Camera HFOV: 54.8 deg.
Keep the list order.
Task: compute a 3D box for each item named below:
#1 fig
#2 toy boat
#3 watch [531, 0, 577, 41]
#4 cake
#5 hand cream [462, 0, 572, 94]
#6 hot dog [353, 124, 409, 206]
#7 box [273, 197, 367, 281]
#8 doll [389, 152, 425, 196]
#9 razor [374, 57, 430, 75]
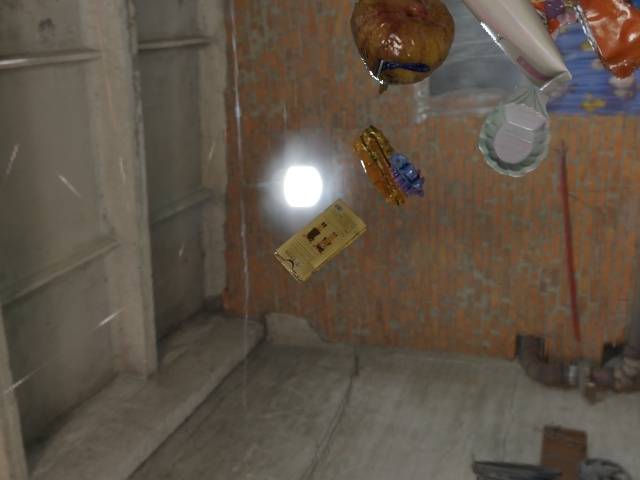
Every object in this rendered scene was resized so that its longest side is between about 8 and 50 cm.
[{"bbox_3d":[0.204,-0.518,1.732,0.369,0.286,0.286,110,177,-60],"label":"fig"},{"bbox_3d":[0.569,-0.307,1.806,0.100,0.199,0.290,86,-150,-76],"label":"toy boat"},{"bbox_3d":[0.601,-0.669,1.650,0.231,0.196,0.244,-60,-38,-30],"label":"watch"},{"bbox_3d":[0.594,-0.485,1.291,0.287,0.135,0.098,52,-145,-5],"label":"cake"},{"bbox_3d":[0.394,-0.465,1.297,0.359,0.118,0.185,55,-177,0],"label":"hand cream"},{"bbox_3d":[0.180,-0.205,1.759,0.115,0.072,0.269,-45,-55,-10],"label":"hot dog"},{"bbox_3d":[0.000,0.000,1.030,0.149,0.073,0.020,-39,-24,-9],"label":"box"},{"bbox_3d":[0.205,-0.155,1.461,0.110,0.067,0.206,53,-178,20],"label":"doll"},{"bbox_3d":[0.201,-0.425,1.512,0.028,0.154,0.044,56,143,44],"label":"razor"}]
